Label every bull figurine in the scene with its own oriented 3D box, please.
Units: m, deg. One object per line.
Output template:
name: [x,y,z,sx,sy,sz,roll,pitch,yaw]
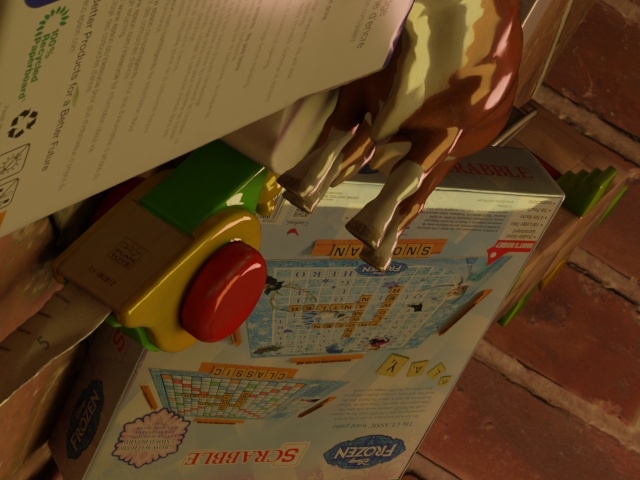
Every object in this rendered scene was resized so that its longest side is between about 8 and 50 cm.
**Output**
bull figurine: [0.057,-0.087,1.163,0.188,0.101,0.310,-54,170,-3]

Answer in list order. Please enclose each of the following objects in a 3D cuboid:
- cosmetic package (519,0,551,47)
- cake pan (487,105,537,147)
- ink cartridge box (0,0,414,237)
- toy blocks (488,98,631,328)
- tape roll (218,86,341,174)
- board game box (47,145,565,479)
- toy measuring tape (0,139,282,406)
cosmetic package: [0.190,-0.262,2.058,0.238,0.107,0.127,-57,173,13]
cake pan: [0.074,-0.042,1.795,0.293,0.054,0.293,-40,177,-3]
ink cartridge box: [-0.043,-0.157,0.848,0.307,0.072,0.304,-31,154,-43]
toy blocks: [0.161,-0.067,2.127,0.381,0.261,0.191,-37,161,-51]
tape roll: [0.007,-0.184,1.201,0.286,0.100,0.286,-57,172,-13]
board game box: [-0.012,0.061,1.494,0.318,0.066,0.318,3,128,-36]
toy measuring tape: [-0.133,0.053,1.223,0.330,0.121,0.121,-45,166,-29]
